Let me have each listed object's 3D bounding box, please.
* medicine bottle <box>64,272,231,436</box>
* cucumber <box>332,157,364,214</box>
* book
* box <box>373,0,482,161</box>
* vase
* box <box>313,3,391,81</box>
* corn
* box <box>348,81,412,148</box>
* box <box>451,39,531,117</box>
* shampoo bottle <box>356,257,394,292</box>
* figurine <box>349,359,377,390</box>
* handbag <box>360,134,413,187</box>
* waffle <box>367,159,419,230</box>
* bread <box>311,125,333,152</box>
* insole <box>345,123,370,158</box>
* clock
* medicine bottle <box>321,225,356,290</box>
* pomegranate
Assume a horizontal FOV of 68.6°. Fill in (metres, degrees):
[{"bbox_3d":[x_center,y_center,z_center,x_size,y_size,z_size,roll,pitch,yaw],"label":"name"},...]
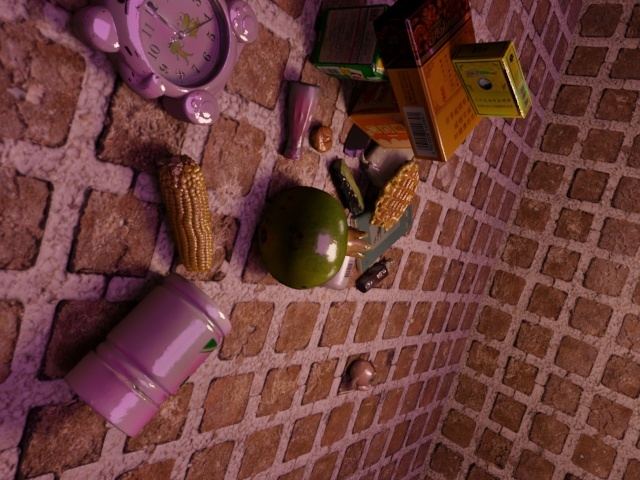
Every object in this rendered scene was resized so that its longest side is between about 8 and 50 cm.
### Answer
[{"bbox_3d":[-0.387,0.257,1.093,0.325,0.211,0.212,-50,139,-25],"label":"medicine bottle"},{"bbox_3d":[0.086,-0.182,1.601,0.211,0.062,0.078,55,30,-41],"label":"cucumber"},{"bbox_3d":[0.258,-0.070,1.883,0.379,0.031,0.264,-37,132,-35],"label":"book"},{"bbox_3d":[0.312,-0.457,1.259,0.264,0.115,0.416,-47,130,-22],"label":"box"},{"bbox_3d":[-0.061,-0.336,1.328,0.086,0.086,0.214,-11,120,-48],"label":"vase"},{"bbox_3d":[0.102,-0.538,1.284,0.103,0.250,0.180,1,105,-50],"label":"box"},{"bbox_3d":[-0.313,-0.057,1.128,0.106,0.106,0.306,-33,132,-38],"label":"corn"},{"bbox_3d":[0.282,-0.468,1.508,0.213,0.259,0.284,30,82,-34],"label":"box"},{"bbox_3d":[0.450,-0.416,1.226,0.220,0.140,0.064,45,71,-44],"label":"box"},{"bbox_3d":[0.229,0.137,1.926,0.207,0.063,0.057,-36,122,-33],"label":"shampoo bottle"},{"bbox_3d":[0.187,0.580,2.032,0.138,0.125,0.125,-47,139,-9],"label":"figurine"},{"bbox_3d":[0.236,-0.336,1.701,0.256,0.079,0.219,-53,127,-20],"label":"handbag"},{"bbox_3d":[0.276,-0.152,1.721,0.282,0.058,0.301,-51,157,-8],"label":"waffle"},{"bbox_3d":[0.005,-0.312,1.443,0.081,0.046,0.083,10,100,-50],"label":"bread"},{"bbox_3d":[0.150,-0.393,1.596,0.086,0.005,0.253,29,82,-33],"label":"insole"},{"bbox_3d":[-0.302,-0.426,0.956,0.322,0.113,0.296,30,84,-52],"label":"clock"},{"bbox_3d":[0.053,0.050,1.601,0.135,0.135,0.216,10,99,-52],"label":"medicine bottle"},{"bbox_3d":[0.000,0.000,1.390,0.358,0.216,0.310,6,94,-23],"label":"pomegranate"}]
